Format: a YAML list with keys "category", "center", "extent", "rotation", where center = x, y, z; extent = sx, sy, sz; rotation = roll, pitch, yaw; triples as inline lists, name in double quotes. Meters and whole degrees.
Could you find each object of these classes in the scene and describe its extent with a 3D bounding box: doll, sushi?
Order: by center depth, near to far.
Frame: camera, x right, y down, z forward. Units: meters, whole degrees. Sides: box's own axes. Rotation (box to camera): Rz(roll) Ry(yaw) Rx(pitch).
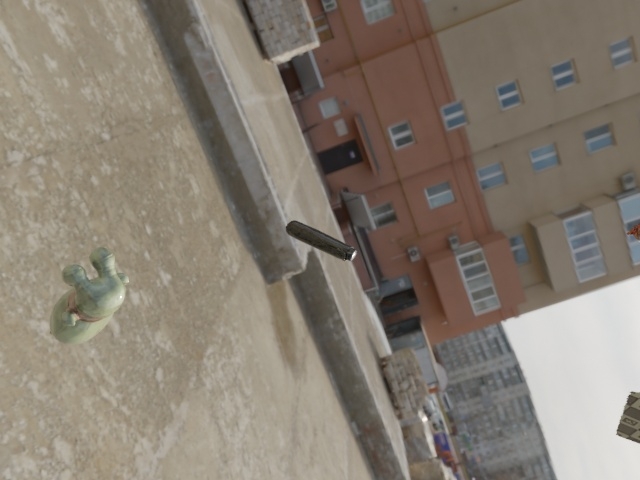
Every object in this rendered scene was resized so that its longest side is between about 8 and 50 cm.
- category: "sushi"
  center: [0.605, 0.305, 0.927]
  extent: [0.040, 0.193, 0.210]
  rotation: [-59, 149, -28]
- category: "doll"
  center: [-0.463, 0.135, 1.108]
  extent: [0.113, 0.275, 0.155]
  rotation: [43, 42, 4]

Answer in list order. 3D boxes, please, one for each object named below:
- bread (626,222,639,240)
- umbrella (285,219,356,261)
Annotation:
- category: "bread"
  center: [0.451, 0.018, 0.663]
  extent: [0.160, 0.073, 0.160]
  rotation: [33, 24, -17]
- category: "umbrella"
  center: [0.001, 0.000, 0.946]
  extent: [0.036, 0.133, 0.031]
  rotation: [-39, 147, -44]
